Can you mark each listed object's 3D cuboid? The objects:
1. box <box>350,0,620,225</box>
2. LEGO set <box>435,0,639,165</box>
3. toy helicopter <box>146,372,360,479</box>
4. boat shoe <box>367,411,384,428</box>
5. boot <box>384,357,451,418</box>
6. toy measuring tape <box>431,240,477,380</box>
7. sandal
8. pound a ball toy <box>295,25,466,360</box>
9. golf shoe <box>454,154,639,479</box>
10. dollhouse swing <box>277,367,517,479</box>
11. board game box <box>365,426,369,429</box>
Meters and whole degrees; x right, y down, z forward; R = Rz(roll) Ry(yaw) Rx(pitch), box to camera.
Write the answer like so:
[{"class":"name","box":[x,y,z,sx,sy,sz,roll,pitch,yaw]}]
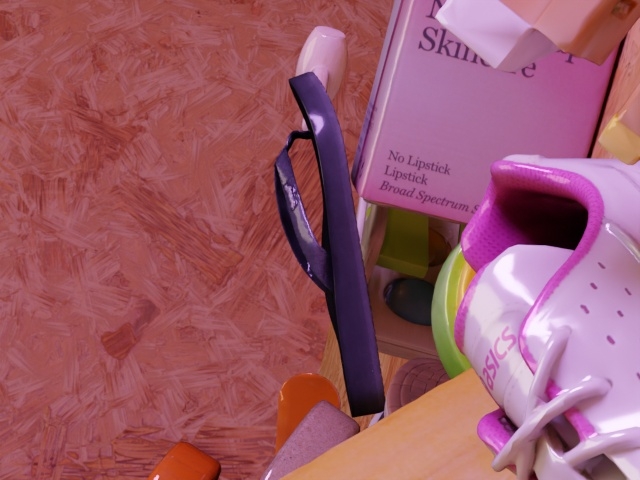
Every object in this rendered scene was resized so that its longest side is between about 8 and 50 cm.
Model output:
[{"class":"box","box":[0.121,-0.129,0.850,0.127,0.149,0.232,-94,18,-80]},{"class":"LEGO set","box":[0.129,-0.006,0.238,0.107,0.132,0.287,114,149,-44]},{"class":"toy helicopter","box":[-0.063,0.244,0.829,0.355,0.140,0.235,-64,-7,33]},{"class":"boat shoe","box":[0.078,0.209,1.014,0.079,0.084,0.233,-30,20,27]},{"class":"boot","box":[0.069,0.216,0.805,0.262,0.095,0.203,-88,10,-65]},{"class":"toy measuring tape","box":[0.126,-0.024,0.595,0.121,0.121,0.330,117,167,-78]},{"class":"sandal","box":[0.000,0.000,0.858,0.097,0.055,0.254,86,175,-81]},{"class":"pound a ball toy","box":[0.059,-0.042,1.051,0.319,0.208,0.135,-81,6,-53]},{"class":"golf shoe","box":[0.102,0.074,0.333,0.306,0.140,0.115,-83,9,-57]},{"class":"dollhouse swing","box":[0.064,0.294,0.409,0.315,0.305,0.346,-23,-49,-41]},{"class":"board game box","box":[0.023,0.325,1.224,0.136,0.030,0.259,-81,7,-51]}]
